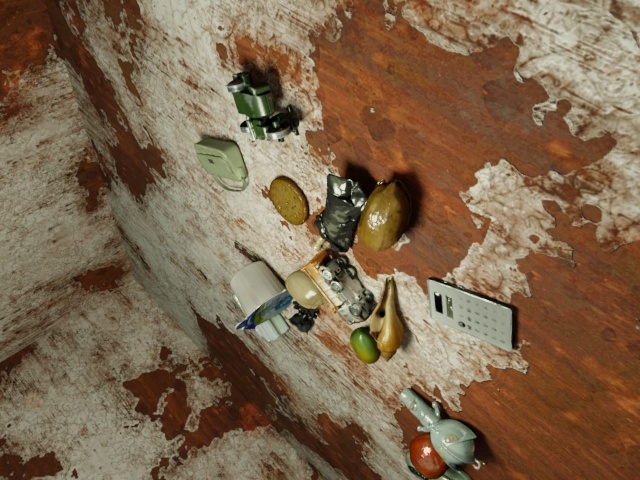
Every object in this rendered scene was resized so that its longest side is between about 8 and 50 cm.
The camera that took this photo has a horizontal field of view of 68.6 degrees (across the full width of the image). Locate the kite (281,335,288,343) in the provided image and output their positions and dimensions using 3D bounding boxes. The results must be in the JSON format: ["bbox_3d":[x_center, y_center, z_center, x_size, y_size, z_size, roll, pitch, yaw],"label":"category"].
[{"bbox_3d":[-0.246,0.432,2.378,0.250,0.012,0.229,41,147,18],"label":"kite"}]

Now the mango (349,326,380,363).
[{"bbox_3d":[0.161,0.375,1.671,0.137,0.091,0.237,57,177,10],"label":"mango"}]

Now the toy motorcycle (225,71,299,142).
[{"bbox_3d":[-0.176,-0.400,1.409,0.275,0.127,0.205,25,138,48],"label":"toy motorcycle"}]

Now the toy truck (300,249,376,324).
[{"bbox_3d":[0.064,0.163,1.612,0.271,0.114,0.135,52,141,-5],"label":"toy truck"}]

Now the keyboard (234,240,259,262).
[{"bbox_3d":[-0.336,0.058,2.133,0.165,0.017,0.055,31,141,32],"label":"keyboard"}]

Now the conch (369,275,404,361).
[{"bbox_3d":[0.225,0.262,1.551,0.109,0.093,0.331,14,112,36],"label":"conch"}]

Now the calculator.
[{"bbox_3d":[0.410,0.200,1.303,0.261,0.021,0.161,19,134,42],"label":"calculator"}]

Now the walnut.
[{"bbox_3d":[0.173,-0.063,1.257,0.137,0.137,0.245,41,142,19],"label":"walnut"}]

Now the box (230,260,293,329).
[{"bbox_3d":[-0.284,0.231,2.009,0.206,0.291,0.262,53,153,21],"label":"box"}]

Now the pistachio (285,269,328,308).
[{"bbox_3d":[-0.042,0.177,1.766,0.215,0.143,0.144,25,138,47],"label":"pistachio"}]

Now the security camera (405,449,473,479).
[{"bbox_3d":[0.474,0.934,1.865,0.301,0.080,0.157,10,127,44],"label":"security camera"}]

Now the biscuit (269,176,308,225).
[{"bbox_3d":[-0.111,-0.137,1.651,0.187,0.027,0.188,32,143,28],"label":"biscuit"}]

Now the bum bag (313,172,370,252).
[{"bbox_3d":[0.058,-0.081,1.426,0.144,0.095,0.341,38,151,12],"label":"bum bag"}]

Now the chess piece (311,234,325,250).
[{"bbox_3d":[0.000,0.000,1.634,0.035,0.035,0.092,47,144,11],"label":"chess piece"}]

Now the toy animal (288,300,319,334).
[{"bbox_3d":[-0.078,0.353,1.990,0.121,0.117,0.210,29,139,24],"label":"toy animal"}]

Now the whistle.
[{"bbox_3d":[0.416,0.654,1.634,0.346,0.133,0.142,40,136,39],"label":"whistle"}]

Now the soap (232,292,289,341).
[{"bbox_3d":[-0.290,0.340,2.260,0.290,0.095,0.172,56,145,-1],"label":"soap"}]

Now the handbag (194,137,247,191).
[{"bbox_3d":[-0.378,-0.280,1.819,0.256,0.079,0.219,19,138,44],"label":"handbag"}]

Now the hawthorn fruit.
[{"bbox_3d":[0.451,0.772,1.687,0.285,0.165,0.165,-30,95,48],"label":"hawthorn fruit"}]
